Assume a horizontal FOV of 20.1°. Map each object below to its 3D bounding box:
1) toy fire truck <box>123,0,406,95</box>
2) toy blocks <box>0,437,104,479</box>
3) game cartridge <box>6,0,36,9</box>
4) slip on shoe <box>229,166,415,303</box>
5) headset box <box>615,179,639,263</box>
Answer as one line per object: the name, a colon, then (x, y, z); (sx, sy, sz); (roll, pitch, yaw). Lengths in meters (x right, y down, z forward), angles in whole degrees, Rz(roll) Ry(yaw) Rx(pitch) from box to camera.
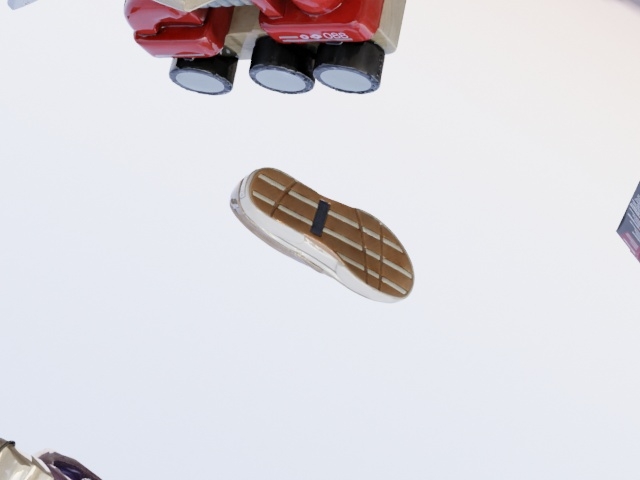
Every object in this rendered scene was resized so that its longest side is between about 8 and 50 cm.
toy fire truck: (-0.075, -0.199, 1.428); (0.217, 0.159, 0.246); (3, 161, 29)
toy blocks: (-0.347, 0.214, 1.273); (0.288, 0.309, 0.260); (31, -175, -34)
game cartridge: (-0.263, -0.253, 1.724); (0.083, 0.056, 0.017); (-35, -106, -27)
slip on shoe: (0.000, 0.000, 1.186); (0.135, 0.051, 0.041); (29, 151, -18)
headset box: (0.198, -0.012, 0.979); (0.032, 0.083, 0.062); (-2, -141, -26)
